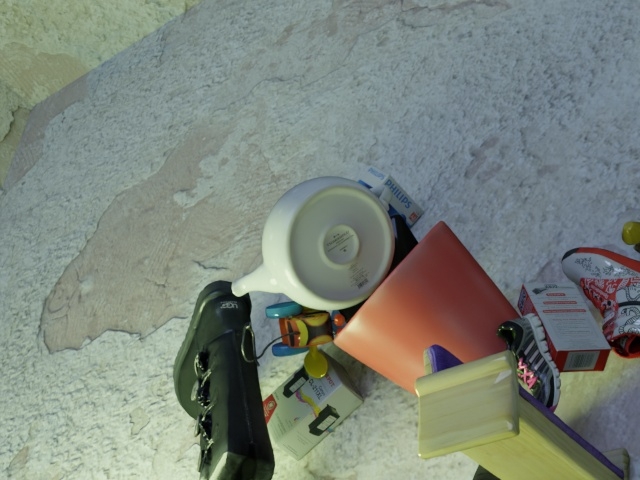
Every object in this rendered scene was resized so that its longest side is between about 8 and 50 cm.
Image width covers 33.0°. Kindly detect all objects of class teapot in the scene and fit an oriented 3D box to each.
[{"bbox_3d":[0.000,0.000,1.932,0.187,0.256,0.253,6,85,65],"label":"teapot"}]

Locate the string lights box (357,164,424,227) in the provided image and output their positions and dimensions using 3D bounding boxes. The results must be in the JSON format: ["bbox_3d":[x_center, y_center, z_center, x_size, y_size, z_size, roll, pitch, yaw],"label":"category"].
[{"bbox_3d":[0.077,-0.013,2.244,0.260,0.133,0.077,-49,34,-3],"label":"string lights box"}]

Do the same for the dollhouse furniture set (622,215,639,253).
[{"bbox_3d":[0.631,-0.067,1.656,0.303,0.198,0.286,-44,34,4],"label":"dollhouse furniture set"}]

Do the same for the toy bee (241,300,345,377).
[{"bbox_3d":[-0.021,0.172,2.001,0.162,0.195,0.298,-7,26,14],"label":"toy bee"}]

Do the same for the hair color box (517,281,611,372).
[{"bbox_3d":[0.388,0.138,1.732,0.093,0.053,0.167,-1,38,-11],"label":"hair color box"}]

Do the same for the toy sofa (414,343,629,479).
[{"bbox_3d":[0.293,0.272,1.527,0.150,0.362,0.177,-21,47,33],"label":"toy sofa"}]

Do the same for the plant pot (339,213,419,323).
[{"bbox_3d":[0.112,0.093,2.054,0.187,0.188,0.167,-22,53,13],"label":"plant pot"}]

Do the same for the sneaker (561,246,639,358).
[{"bbox_3d":[0.471,0.102,1.748,0.270,0.090,0.145,16,65,50],"label":"sneaker"}]

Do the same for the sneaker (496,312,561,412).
[{"bbox_3d":[0.316,0.191,1.663,0.063,0.074,0.170,110,154,-54],"label":"sneaker"}]

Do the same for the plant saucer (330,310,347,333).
[{"bbox_3d":[0.073,0.147,2.187,0.119,0.021,0.119,-28,38,25],"label":"plant saucer"}]

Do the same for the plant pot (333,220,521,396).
[{"bbox_3d":[0.200,0.145,1.802,0.275,0.243,0.275,-48,-5,-6],"label":"plant pot"}]

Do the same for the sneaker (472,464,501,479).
[{"bbox_3d":[0.246,0.424,1.628,0.109,0.130,0.286,-15,44,40],"label":"sneaker"}]

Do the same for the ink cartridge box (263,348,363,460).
[{"bbox_3d":[-0.021,0.313,2.072,0.175,0.072,0.127,-43,34,5],"label":"ink cartridge box"}]

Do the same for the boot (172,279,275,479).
[{"bbox_3d":[-0.182,0.352,2.015,0.146,0.367,0.445,-1,40,-13],"label":"boot"}]
